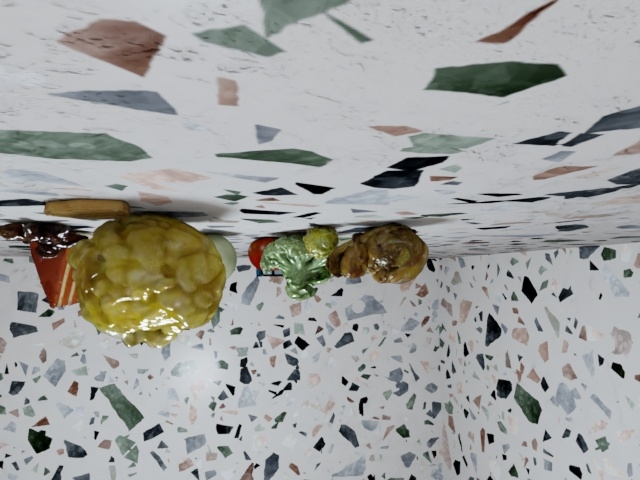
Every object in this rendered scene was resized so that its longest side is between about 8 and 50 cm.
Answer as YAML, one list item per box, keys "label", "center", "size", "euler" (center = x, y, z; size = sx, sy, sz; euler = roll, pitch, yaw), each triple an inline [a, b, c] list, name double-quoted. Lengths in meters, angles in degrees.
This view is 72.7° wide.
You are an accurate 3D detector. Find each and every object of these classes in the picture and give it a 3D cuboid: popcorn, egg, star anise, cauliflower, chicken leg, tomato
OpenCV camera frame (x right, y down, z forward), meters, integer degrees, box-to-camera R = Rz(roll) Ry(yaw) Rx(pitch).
- label: "popcorn"
  center: [0.000, 0.000, 1.382]
  size: [0.106, 0.121, 0.116]
  euler: [31, 147, 24]
- label: "egg"
  center: [-0.402, 0.068, 1.593]
  size: [0.189, 0.188, 0.254]
  euler: [1, 172, -13]
- label: "star anise"
  center: [-0.826, -0.001, 1.272]
  size: [0.273, 0.102, 0.272]
  euler: [2, 174, 0]
- label: "cauliflower"
  center: [-0.064, 0.098, 1.616]
  size: [0.273, 0.249, 0.275]
  euler: [7, 172, -41]
- label: "chicken leg"
  center: [0.143, 0.034, 1.387]
  size: [0.296, 0.181, 0.409]
  euler: [-17, -164, -11]
- label: "tomato"
  center: [-0.203, 0.057, 1.797]
  size: [0.196, 0.135, 0.195]
  euler: [-1, 176, 0]
- label: "popcorn"
  center: [-0.428, 0.084, 1.113]
  size: [0.391, 0.344, 0.353]
  euler: [-27, -153, 24]

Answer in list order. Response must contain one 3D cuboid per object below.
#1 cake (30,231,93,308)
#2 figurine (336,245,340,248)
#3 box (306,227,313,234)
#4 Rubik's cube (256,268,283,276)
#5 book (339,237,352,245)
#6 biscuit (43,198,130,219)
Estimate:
- label: "cake"
  center: [-0.844, 0.081, 1.485]
  size: [0.160, 0.261, 0.158]
  euler: [-21, 176, 9]
- label: "figurine"
  center: [0.019, 0.057, 2.027]
  size: [0.229, 0.111, 0.137]
  euler: [-12, -172, -23]
- label: "box"
  center: [-0.004, -0.013, 1.454]
  size: [0.084, 0.053, 0.024]
  euler: [0, 175, -22]
- label: "Rubik's cube"
  center: [-0.208, 0.087, 2.006]
  size: [0.164, 0.160, 0.162]
  euler: [1, 175, -19]
- label: "book"
  center: [0.239, 0.008, 1.891]
  size: [0.265, 0.027, 0.202]
  euler: [2, 174, -19]
- label: "biscuit"
  center: [-0.506, -0.065, 0.952]
  size: [0.221, 0.028, 0.142]
  euler: [-2, 175, 16]
